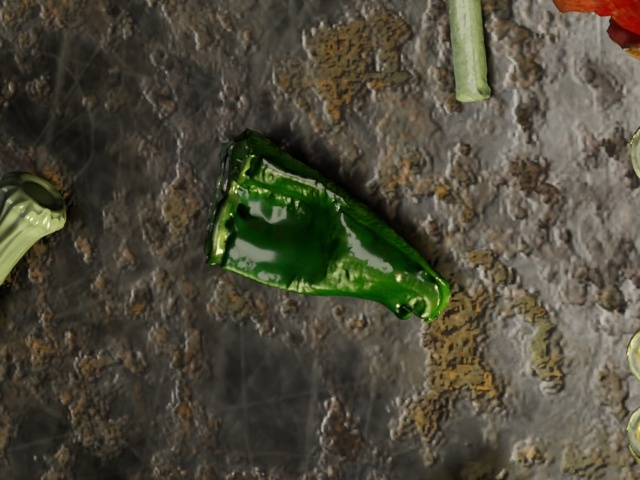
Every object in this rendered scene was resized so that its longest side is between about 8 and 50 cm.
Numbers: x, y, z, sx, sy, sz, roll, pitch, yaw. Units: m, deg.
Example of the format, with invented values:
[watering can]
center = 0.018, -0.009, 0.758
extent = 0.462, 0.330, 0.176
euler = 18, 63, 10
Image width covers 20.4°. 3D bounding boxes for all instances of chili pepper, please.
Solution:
[chili pepper]
center = -0.002, 0.000, 1.322
extent = 0.216, 0.062, 0.108
euler = 32, 117, 19

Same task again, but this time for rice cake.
[rice cake]
center = 0.103, -0.159, 1.265
extent = 0.022, 0.021, 0.121
euler = -4, 94, 32

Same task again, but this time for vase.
[vase]
center = -0.272, 0.010, 1.453
extent = 0.148, 0.081, 0.081
euler = -45, 77, 22

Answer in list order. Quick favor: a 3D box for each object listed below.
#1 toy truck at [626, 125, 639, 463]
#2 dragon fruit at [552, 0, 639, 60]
[toy truck]
center = 0.287, 0.032, 1.140
extent = 0.157, 0.124, 0.272
euler = 3, 99, 27
[dragon fruit]
center = 0.291, -0.211, 1.019
extent = 0.343, 0.277, 0.277
euler = 8, 104, -12
